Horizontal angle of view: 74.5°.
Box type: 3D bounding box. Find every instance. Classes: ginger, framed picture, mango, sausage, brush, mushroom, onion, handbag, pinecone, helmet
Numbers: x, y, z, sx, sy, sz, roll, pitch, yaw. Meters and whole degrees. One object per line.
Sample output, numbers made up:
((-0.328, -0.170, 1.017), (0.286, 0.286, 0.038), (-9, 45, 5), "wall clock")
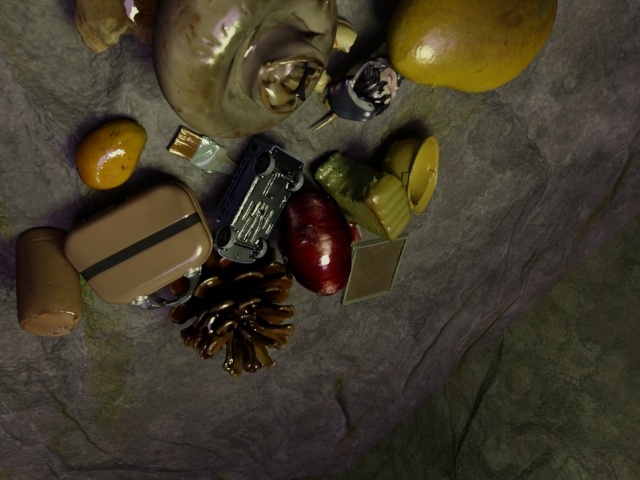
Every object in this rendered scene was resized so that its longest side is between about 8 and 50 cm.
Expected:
((-0.354, -0.441, 0.666), (0.221, 0.130, 0.276), (5, 129, -20), "ginger")
((0.199, 0.115, 1.590), (0.231, 0.024, 0.315), (-11, 135, -22), "framed picture")
((0.325, -0.471, 0.933), (0.444, 0.220, 0.302), (-27, 123, -18), "mango")
((-0.601, 0.096, 0.932), (0.123, 0.253, 0.123), (-19, 141, -16), "sausage")
((-0.218, -0.179, 1.065), (0.336, 0.020, 0.085), (23, 115, -43), "brush")
((-0.109, -0.329, 0.756), (0.362, 0.294, 0.362), (-41, 164, -14), "mushroom")
((0.000, 0.000, 1.141), (0.232, 0.314, 0.314), (-13, 137, 1), "onion")
((-0.394, 0.031, 0.990), (0.301, 0.149, 0.283), (-28, 103, -5), "handbag")
((-0.442, -0.181, 0.882), (0.115, 0.089, 0.165), (18, 116, -42), "mango")
((-0.221, 0.191, 1.162), (0.384, 0.384, 0.385), (-16, 136, -17), "pinecone")
((0.247, -0.204, 1.232), (0.205, 0.140, 0.257), (-59, 152, -18), "helmet")

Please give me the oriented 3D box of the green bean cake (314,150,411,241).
((0.123, -0.128, 1.153), (0.124, 0.236, 0.233), (-50, 141, -12), "green bean cake")

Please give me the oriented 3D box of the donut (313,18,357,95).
((0.006, -0.417, 0.939), (0.108, 0.065, 0.166), (21, 117, -41), "donut")

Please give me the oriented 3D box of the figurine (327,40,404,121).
((0.110, -0.363, 0.972), (0.222, 0.145, 0.145), (-55, 145, -26), "figurine")

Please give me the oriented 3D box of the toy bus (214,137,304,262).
((-0.168, -0.095, 1.043), (0.125, 0.133, 0.292), (22, 99, -49), "toy bus")

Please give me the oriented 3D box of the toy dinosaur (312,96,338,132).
((0.063, -0.331, 1.076), (0.126, 0.039, 0.162), (8, 126, -37), "toy dinosaur")
